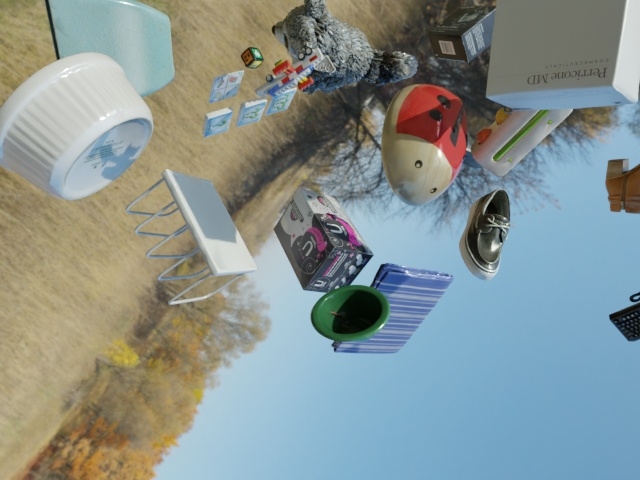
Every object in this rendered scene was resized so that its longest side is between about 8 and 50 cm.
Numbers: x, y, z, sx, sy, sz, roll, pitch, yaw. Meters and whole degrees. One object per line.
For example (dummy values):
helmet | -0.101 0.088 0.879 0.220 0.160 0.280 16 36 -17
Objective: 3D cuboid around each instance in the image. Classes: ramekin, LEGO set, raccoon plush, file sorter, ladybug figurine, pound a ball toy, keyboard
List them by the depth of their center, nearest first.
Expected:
LEGO set | -0.092 -0.238 0.757 0.183 0.060 0.244 -25 176 -24
ramekin | -0.429 -0.191 0.833 0.273 0.127 0.273 -45 -176 4
keyboard | 0.736 0.151 1.009 0.180 0.108 0.023 -42 173 40
file sorter | -0.328 -0.003 1.148 0.173 0.277 0.193 -32 169 15
raccoon plush | 0.090 -0.565 1.285 0.447 0.216 0.299 -11 -176 -7
ladybug figurine | 0.321 -0.299 1.344 0.162 0.305 0.449 -12 -136 40
pound a ball toy | 0.570 -0.345 1.396 0.319 0.136 0.208 -49 -169 35

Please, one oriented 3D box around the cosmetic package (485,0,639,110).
cosmetic package | 0.435 -0.431 0.789 0.217 0.384 0.156 8 -174 44

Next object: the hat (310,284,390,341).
hat | 0.090 0.224 1.090 0.209 0.183 0.173 -18 -142 -11

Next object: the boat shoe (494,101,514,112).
boat shoe | 0.503 -0.378 1.202 0.109 0.089 0.258 -38 -178 38

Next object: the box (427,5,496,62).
box | 0.446 -0.638 1.412 0.158 0.093 0.156 -40 -142 -8

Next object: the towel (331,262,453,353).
towel | 0.197 0.201 1.286 0.336 0.243 0.040 -63 -148 32

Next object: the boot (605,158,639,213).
boot | 0.875 -0.144 1.240 0.073 0.152 0.197 -15 -166 -23

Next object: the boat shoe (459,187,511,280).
boat shoe | 0.492 -0.036 1.349 0.119 0.121 0.335 120 -8 -48

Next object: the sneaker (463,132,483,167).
sneaker | 0.523 -0.346 1.633 0.083 0.222 0.118 -20 -126 55

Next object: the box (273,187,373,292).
box | 0.000 0.000 1.236 0.163 0.142 0.247 -55 -135 28

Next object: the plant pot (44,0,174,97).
plant pot | -0.496 -0.470 1.100 0.252 0.247 0.248 -13 -146 -27
